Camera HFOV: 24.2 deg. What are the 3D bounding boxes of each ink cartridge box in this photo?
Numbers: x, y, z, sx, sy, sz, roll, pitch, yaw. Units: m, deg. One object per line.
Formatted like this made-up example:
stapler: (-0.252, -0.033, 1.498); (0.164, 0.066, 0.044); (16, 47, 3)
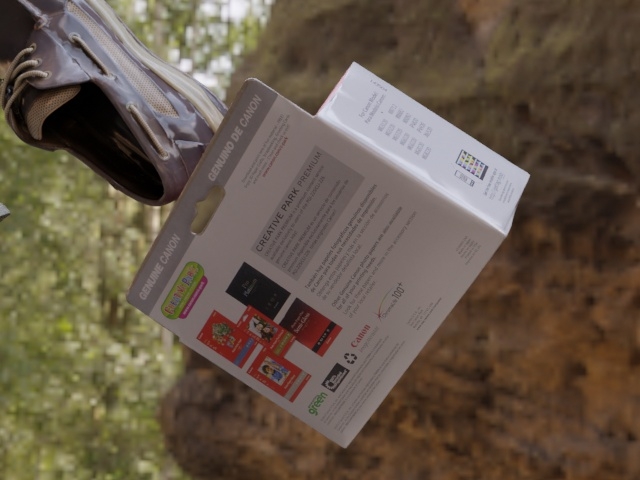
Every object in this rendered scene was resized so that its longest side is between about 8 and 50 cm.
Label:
ink cartridge box: (0.000, 0.000, 1.435); (0.272, 0.130, 0.309); (33, -56, -2)

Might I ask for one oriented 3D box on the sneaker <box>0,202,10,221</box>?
sneaker: (-0.339, -0.031, 1.382); (0.052, 0.058, 0.135); (-35, 0, 6)

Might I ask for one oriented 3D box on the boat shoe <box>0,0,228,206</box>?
boat shoe: (-0.248, -0.160, 1.475); (0.355, 0.130, 0.132); (33, -53, 9)
